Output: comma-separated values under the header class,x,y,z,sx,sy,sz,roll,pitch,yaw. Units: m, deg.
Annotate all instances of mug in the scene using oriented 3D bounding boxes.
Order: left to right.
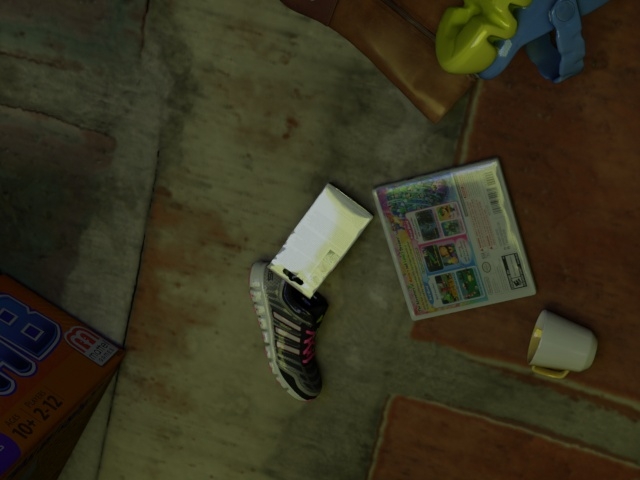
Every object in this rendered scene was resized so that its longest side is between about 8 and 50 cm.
class,x,y,z,sx,sy,sz,roll,pitch,yaw
mug,0.261,0.114,1.581,0.064,0.078,0.062,16,78,-1

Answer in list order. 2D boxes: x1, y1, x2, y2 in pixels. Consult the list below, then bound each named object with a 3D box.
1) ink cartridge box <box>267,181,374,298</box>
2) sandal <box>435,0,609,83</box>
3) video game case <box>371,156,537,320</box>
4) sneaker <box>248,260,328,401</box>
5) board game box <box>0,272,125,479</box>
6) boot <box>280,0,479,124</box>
class,x,y,z,sx,sy,sz,roll,pitch,yaw
ink cartridge box,0.000,0.000,1.600,0.063,0.029,0.115,37,96,0
sandal,0.242,-0.280,1.419,0.138,0.126,0.317,27,104,-22
video game case,0.145,0.000,1.586,0.143,0.019,0.157,-13,105,18
sneaker,-0.022,0.098,1.635,0.075,0.063,0.170,-13,99,24
board game box,-0.501,0.228,1.638,0.356,0.356,0.356,32,112,3
boot,0.094,-0.293,1.466,0.280,0.096,0.264,36,103,-5
